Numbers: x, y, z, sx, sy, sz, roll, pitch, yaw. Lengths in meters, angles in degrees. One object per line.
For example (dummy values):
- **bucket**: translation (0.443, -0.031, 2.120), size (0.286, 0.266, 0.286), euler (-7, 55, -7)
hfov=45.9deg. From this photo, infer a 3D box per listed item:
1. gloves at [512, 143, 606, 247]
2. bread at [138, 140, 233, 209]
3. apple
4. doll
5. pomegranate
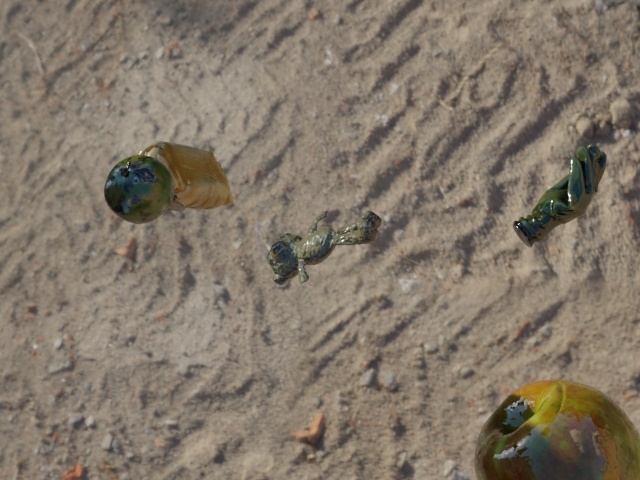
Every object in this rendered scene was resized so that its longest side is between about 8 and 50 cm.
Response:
- **gloves**: translation (0.540, -0.094, 1.670), size (0.107, 0.135, 0.268), euler (39, 92, -8)
- **bread**: translation (-0.346, -0.159, 1.895), size (0.121, 0.311, 0.172), euler (-29, 78, 20)
- **apple**: translation (0.358, 0.339, 1.118), size (0.246, 0.246, 0.226), euler (-38, 92, 8)
- **doll**: translation (-0.004, 0.016, 1.624), size (0.286, 0.091, 0.202), euler (12, 74, 51)
- **pomegranate**: translation (-0.297, -0.081, 1.295), size (0.122, 0.161, 0.122), euler (-10, 69, 26)
